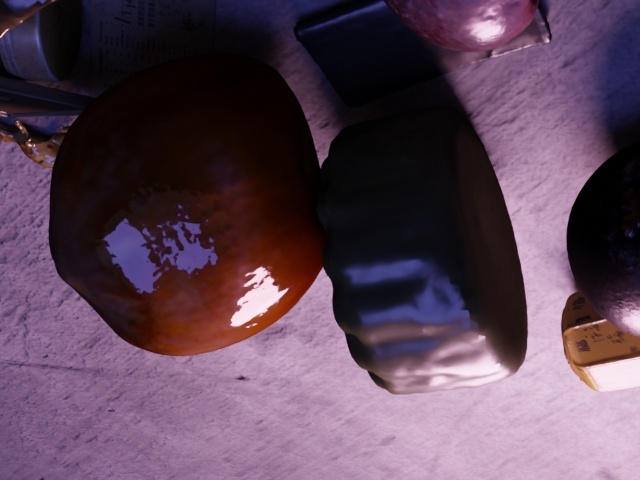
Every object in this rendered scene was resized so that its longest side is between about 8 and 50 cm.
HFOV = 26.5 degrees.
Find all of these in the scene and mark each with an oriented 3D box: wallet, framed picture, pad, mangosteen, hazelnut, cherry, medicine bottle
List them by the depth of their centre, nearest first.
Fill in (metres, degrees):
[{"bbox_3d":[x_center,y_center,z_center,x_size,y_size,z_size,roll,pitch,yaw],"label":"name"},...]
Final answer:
[{"bbox_3d":[0.156,-0.309,1.452,0.266,0.183,0.213,25,125,13],"label":"cherry"},{"bbox_3d":[-0.463,-0.268,1.624,0.323,0.151,0.151,2,137,8],"label":"medicine bottle"},{"bbox_3d":[0.123,-0.252,1.631,0.285,0.030,0.146,-17,128,24],"label":"wallet"},{"bbox_3d":[-0.155,-0.046,1.667,0.366,0.365,0.365,5,137,5],"label":"hazelnut"},{"bbox_3d":[-0.412,-0.178,1.668,0.192,0.018,0.265,0,176,34],"label":"framed picture"},{"bbox_3d":[0.461,0.002,1.703,0.275,0.275,0.302,-20,157,28],"label":"mangosteen"},{"bbox_3d":[-0.218,-0.227,1.731,0.160,0.009,0.265,9,138,-1],"label":"pad"}]

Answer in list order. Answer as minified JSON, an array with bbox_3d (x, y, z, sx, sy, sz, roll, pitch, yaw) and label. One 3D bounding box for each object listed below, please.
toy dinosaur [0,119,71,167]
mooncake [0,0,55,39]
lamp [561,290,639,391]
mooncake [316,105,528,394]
[{"bbox_3d":[-0.368,-0.112,1.867,0.126,0.039,0.162,0,145,21],"label":"toy dinosaur"},{"bbox_3d":[-0.354,-0.327,1.365,0.394,0.393,0.246,-6,138,38],"label":"mooncake"},{"bbox_3d":[0.438,0.125,1.894,0.185,0.161,0.161,-13,133,26],"label":"lamp"},{"bbox_3d":[0.122,0.014,1.680,0.194,0.356,0.356,-15,132,19],"label":"mooncake"}]
